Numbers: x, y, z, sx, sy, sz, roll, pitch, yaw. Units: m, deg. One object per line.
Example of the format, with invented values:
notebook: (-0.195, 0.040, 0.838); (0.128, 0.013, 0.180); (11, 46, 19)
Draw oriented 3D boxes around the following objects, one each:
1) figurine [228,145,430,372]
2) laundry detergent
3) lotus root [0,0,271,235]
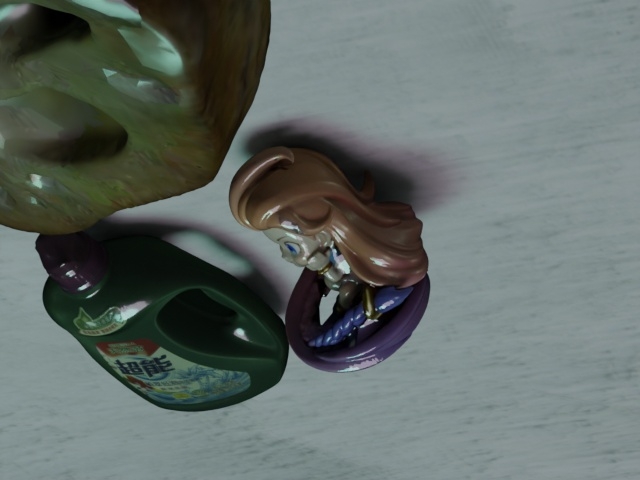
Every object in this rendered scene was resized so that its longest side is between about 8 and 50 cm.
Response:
figurine: (0.010, -0.002, 1.189); (0.114, 0.126, 0.157); (-27, 110, -9)
laundry detergent: (-0.121, 0.047, 1.309); (0.144, 0.078, 0.221); (-11, 146, 22)
lotus root: (-0.206, -0.121, 0.892); (0.390, 0.111, 0.375); (9, 157, 23)
